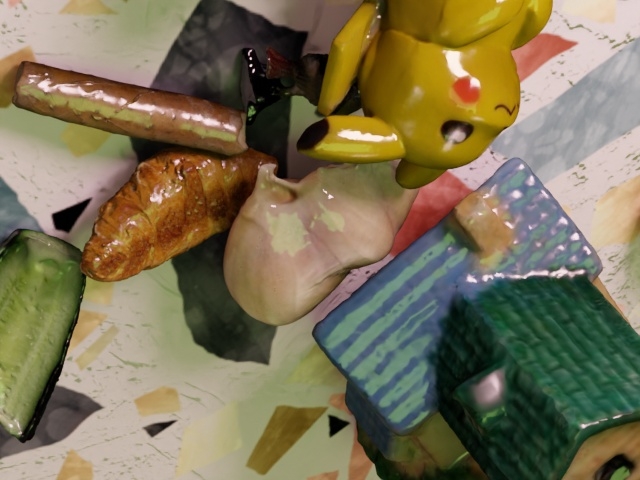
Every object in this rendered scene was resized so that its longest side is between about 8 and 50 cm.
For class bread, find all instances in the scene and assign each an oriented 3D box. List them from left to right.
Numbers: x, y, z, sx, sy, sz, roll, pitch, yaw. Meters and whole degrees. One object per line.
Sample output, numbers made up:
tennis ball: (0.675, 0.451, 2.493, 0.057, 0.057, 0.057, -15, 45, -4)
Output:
bread: (-0.149, -0.038, 1.706, 0.233, 0.076, 0.105, -33, 133, -26)

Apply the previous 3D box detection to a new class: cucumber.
cucumber: (-0.292, 0.086, 1.723, 0.193, 0.115, 0.086, -66, 169, 18)

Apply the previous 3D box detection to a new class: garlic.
garlic: (0.000, 0.000, 1.762, 0.217, 0.110, 0.228, -49, 154, 15)

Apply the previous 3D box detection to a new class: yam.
yam: (-0.175, -0.124, 1.641, 0.241, 0.057, 0.057, 12, 115, -26)

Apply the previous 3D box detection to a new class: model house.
model house: (0.189, 0.149, 1.820, 0.334, 0.382, 0.343, -39, 136, -1)

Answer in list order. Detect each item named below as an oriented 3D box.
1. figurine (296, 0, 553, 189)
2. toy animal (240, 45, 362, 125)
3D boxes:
figurine: (0.110, -0.188, 1.603, 0.218, 0.169, 0.327, -3, 109, -54)
toy animal: (-0.001, -0.154, 1.719, 0.202, 0.070, 0.105, 6, 162, -40)
